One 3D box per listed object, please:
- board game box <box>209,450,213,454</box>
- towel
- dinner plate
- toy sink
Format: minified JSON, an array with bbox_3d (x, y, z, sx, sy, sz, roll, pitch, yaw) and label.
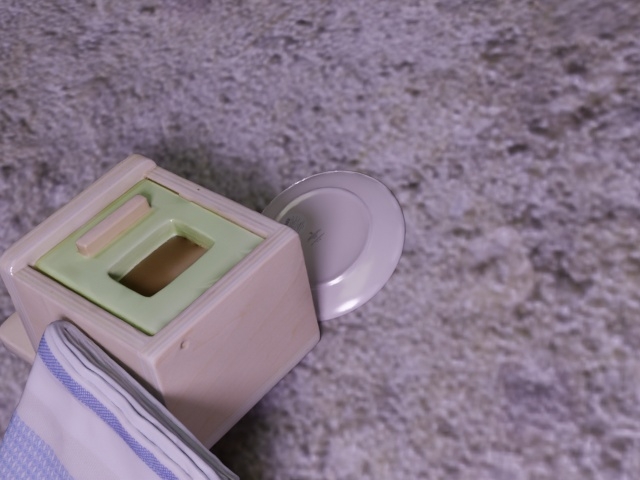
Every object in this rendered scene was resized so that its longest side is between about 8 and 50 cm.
[{"bbox_3d":[-0.082,0.251,0.812,0.147,0.045,0.193,-46,54,-7],"label":"board game box"},{"bbox_3d":[-0.171,0.221,0.785,0.209,0.034,0.285,38,112,31],"label":"towel"},{"bbox_3d":[0.000,0.000,0.944,0.141,0.017,0.141,-12,56,18],"label":"dinner plate"},{"bbox_3d":[-0.142,0.035,0.888,0.234,0.131,0.153,26,53,34],"label":"toy sink"}]
